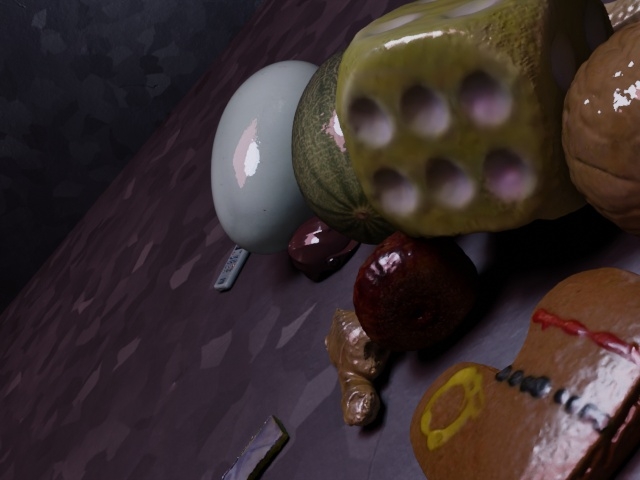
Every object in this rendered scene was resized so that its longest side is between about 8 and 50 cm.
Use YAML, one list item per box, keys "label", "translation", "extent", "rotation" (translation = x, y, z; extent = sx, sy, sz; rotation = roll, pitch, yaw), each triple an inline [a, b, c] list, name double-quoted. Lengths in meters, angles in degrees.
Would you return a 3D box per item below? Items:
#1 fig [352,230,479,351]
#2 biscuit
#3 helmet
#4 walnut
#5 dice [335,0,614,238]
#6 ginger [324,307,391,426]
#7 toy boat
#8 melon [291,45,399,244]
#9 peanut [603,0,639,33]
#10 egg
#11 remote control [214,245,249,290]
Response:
- label: "fig"
  translation: [0.112, 0.034, 1.115]
  extent: [0.146, 0.134, 0.201]
  rotation: [-24, 19, 19]
- label: "biscuit"
  translation: [0.198, 0.129, 0.880]
  extent: [0.277, 0.052, 0.262]
  rotation: [-52, 22, 2]
- label: "helmet"
  translation: [0.000, 0.000, 1.446]
  extent: [0.123, 0.070, 0.098]
  rotation: [-40, 25, 31]
- label: "walnut"
  translation: [0.315, -0.102, 0.800]
  extent: [0.228, 0.228, 0.228]
  rotation: [-43, 24, 24]
- label: "dice"
  translation: [0.173, -0.146, 1.010]
  extent: [0.238, 0.227, 0.233]
  rotation: [-6, 24, 37]
- label: "ginger"
  translation: [0.054, 0.143, 1.136]
  extent: [0.096, 0.067, 0.165]
  rotation: [-43, 37, 23]
- label: "toy boat"
  translation: [-0.087, 0.289, 1.256]
  extent: [0.115, 0.016, 0.063]
  rotation: [-52, 21, 1]
- label: "melon"
  translation: [0.078, -0.133, 1.266]
  extent: [0.237, 0.237, 0.302]
  rotation: [-36, 30, 36]
- label: "peanut"
  translation: [0.350, -0.235, 1.076]
  extent: [0.214, 0.090, 0.099]
  rotation: [-31, 36, 39]
- label: "egg"
  translation: [-0.066, -0.141, 1.578]
  extent: [0.230, 0.230, 0.371]
  rotation: [-29, 36, 45]
- label: "remote control"
  translation: [-0.157, 0.039, 1.769]
  extent: [0.053, 0.018, 0.124]
  rotation: [-13, 45, 57]
